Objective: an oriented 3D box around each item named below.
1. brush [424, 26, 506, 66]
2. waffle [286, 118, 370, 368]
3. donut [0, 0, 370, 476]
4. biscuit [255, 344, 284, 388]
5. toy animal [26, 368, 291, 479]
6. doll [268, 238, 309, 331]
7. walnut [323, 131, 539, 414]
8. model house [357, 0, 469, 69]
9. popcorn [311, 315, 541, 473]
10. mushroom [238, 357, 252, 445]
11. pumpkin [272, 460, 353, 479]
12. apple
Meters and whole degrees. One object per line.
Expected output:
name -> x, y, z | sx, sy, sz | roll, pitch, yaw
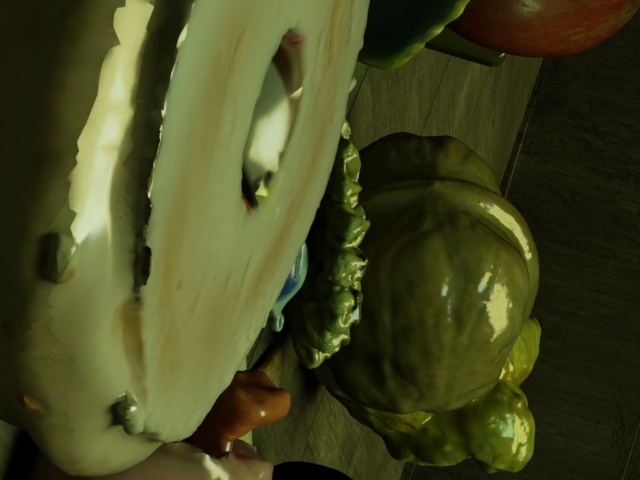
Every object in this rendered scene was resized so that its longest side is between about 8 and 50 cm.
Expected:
brush -> 0.204, -0.327, 1.713 | 0.059, 0.123, 0.197 | 62, 47, -80
waffle -> -0.003, 0.000, 1.241 | 0.223, 0.054, 0.204 | 106, -21, -47
donut -> -0.085, -0.074, 0.673 | 0.382, 0.142, 0.382 | 18, 90, -79
biscuit -> -0.067, 0.162, 1.413 | 0.147, 0.018, 0.071 | -49, 151, -61
toy animal -> -0.124, 0.212, 0.884 | 0.169, 0.195, 0.281 | 2, 104, -37
doll -> -0.045, -0.004, 1.152 | 0.096, 0.070, 0.195 | -58, 151, -53
walnut -> 0.104, 0.040, 1.452 | 0.282, 0.253, 0.277 | -59, 163, -46
model house -> 0.073, -0.278, 0.933 | 0.237, 0.215, 0.303 | -52, 163, -33
popcorn -> 0.155, 0.129, 1.746 | 0.293, 0.292, 0.334 | 88, 17, -45
mushroom -> -0.101, 0.186, 1.130 | 0.107, 0.087, 0.333 | -54, 156, -56
pumpkin -> 0.003, 0.372, 1.486 | 0.248, 0.248, 0.248 | 17, 90, -79
apple -> 0.236, -0.368, 1.425 | 0.348, 0.277, 0.348 | 17, 90, -82
